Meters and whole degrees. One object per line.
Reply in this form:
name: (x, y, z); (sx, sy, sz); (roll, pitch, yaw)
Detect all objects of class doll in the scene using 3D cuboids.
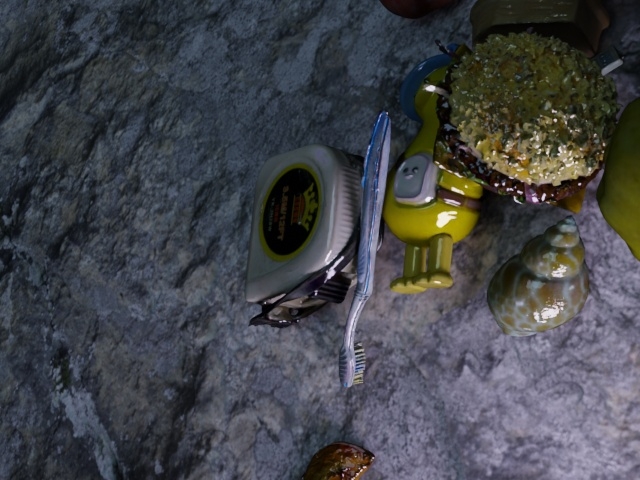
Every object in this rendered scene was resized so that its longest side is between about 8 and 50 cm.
doll: (0.169, -0.107, 1.222); (0.199, 0.145, 0.363); (-13, 65, 55)

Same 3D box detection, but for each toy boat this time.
toy boat: (0.283, -0.291, 1.198); (0.188, 0.116, 0.061); (4, 73, 38)

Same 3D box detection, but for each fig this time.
fig: (0.441, -0.065, 0.944); (0.271, 0.239, 0.239); (18, 89, 30)

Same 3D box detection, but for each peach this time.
peach: (0.144, -0.422, 1.327); (0.152, 0.152, 0.152); (-11, 71, 35)

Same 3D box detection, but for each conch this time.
conch: (0.276, 0.059, 1.126); (0.173, 0.106, 0.116); (-23, 45, 46)

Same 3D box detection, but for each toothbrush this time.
toothbrush: (0.063, 0.021, 1.226); (0.035, 0.042, 0.413); (31, 123, 48)

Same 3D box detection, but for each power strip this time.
power strip: (0.367, -0.230, 1.186); (0.083, 0.017, 0.027); (-32, 59, 25)

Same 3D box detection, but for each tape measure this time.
tape measure: (0.000, 0.000, 1.328); (0.231, 0.133, 0.271); (-8, 70, 49)

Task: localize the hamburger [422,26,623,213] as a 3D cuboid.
hamburger: (0.252, -0.164, 1.096); (0.261, 0.139, 0.243); (12, 59, -2)

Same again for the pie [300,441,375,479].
pie: (0.001, 0.368, 1.296); (0.088, 0.033, 0.191); (38, 102, 42)
